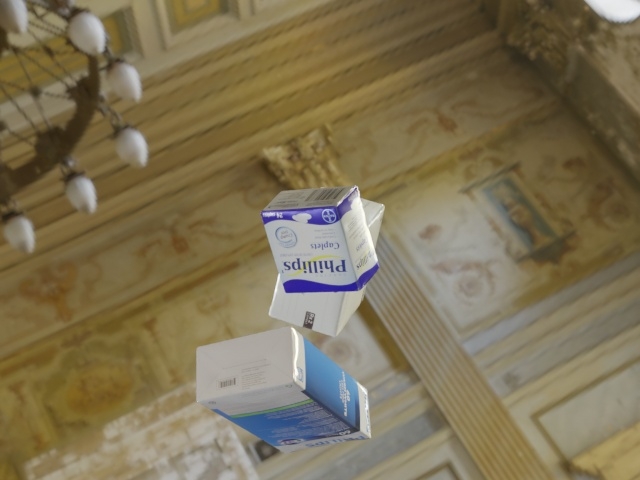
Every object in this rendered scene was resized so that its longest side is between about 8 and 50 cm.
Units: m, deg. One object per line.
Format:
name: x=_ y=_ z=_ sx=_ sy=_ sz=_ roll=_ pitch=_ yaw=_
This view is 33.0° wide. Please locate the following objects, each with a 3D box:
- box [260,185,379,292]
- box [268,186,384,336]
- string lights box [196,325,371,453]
box: x=0.000 y=0.000 z=1.533 sx=0.072 sy=0.126 sz=0.137 roll=-48 pitch=-52 yaw=-51
box: x=0.013 y=0.031 z=1.752 sx=0.182 sy=0.119 sz=0.181 roll=-47 pitch=-29 yaw=-66
string lights box: x=-0.042 y=0.202 z=1.403 sx=0.133 sy=0.076 sz=0.259 roll=-14 pitch=-29 yaw=18
